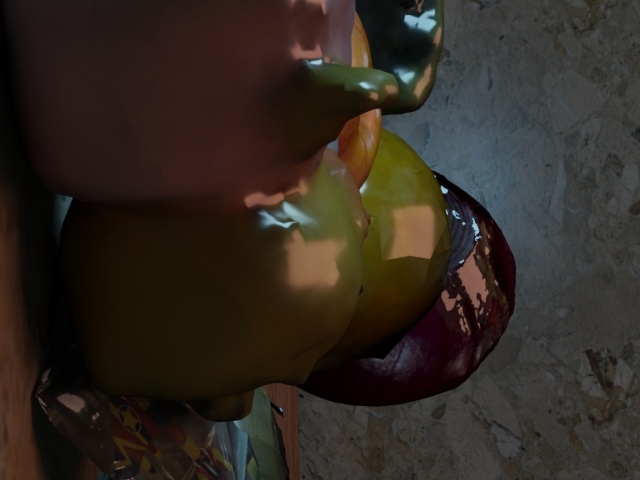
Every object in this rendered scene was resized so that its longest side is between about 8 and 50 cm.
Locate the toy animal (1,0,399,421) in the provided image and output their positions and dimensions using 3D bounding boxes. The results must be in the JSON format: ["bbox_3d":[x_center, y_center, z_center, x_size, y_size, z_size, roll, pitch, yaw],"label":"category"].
[{"bbox_3d":[-0.050,-0.037,0.553,0.169,0.195,0.281,-34,131,-34],"label":"toy animal"}]

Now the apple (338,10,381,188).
[{"bbox_3d":[-0.039,-0.097,0.879,0.209,0.164,0.209,-2,90,-86],"label":"apple"}]

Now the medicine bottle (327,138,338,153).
[{"bbox_3d":[-0.058,-0.137,0.710,0.135,0.135,0.215,69,20,-86],"label":"medicine bottle"}]

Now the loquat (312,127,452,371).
[{"bbox_3d":[0.000,0.000,1.076,0.235,0.235,0.235,-2,90,-89],"label":"loquat"}]

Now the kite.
[{"bbox_3d":[-0.047,0.128,0.612,0.245,0.015,0.141,52,22,-10],"label":"kite"}]

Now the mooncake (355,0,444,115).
[{"bbox_3d":[-0.006,-0.315,1.146,0.394,0.246,0.393,93,-10,-64],"label":"mooncake"}]

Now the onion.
[{"bbox_3d":[0.057,0.064,1.418,0.282,0.336,0.260,-42,-158,54],"label":"onion"}]

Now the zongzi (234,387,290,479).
[{"bbox_3d":[-0.078,0.190,0.727,0.197,0.099,0.194,114,-24,-45],"label":"zongzi"}]
